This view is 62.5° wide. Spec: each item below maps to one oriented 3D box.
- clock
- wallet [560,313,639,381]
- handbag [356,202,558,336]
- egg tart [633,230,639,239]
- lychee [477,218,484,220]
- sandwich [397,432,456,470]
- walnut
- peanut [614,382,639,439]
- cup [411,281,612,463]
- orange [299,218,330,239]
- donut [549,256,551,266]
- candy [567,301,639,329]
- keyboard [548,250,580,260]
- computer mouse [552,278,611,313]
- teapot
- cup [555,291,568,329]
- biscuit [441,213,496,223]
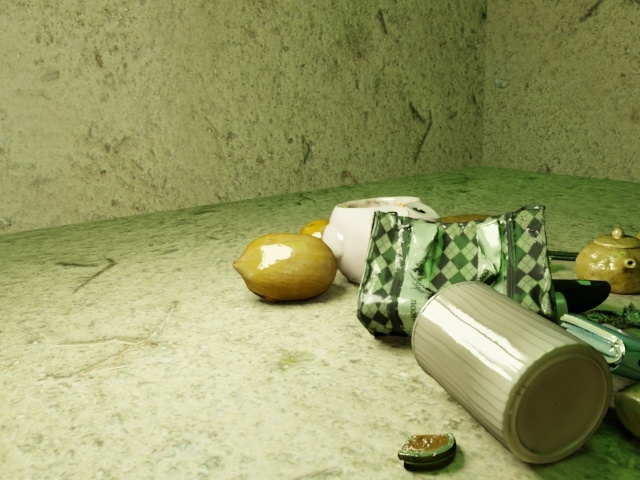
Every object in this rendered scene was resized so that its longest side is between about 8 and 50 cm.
[{"bbox_3d":[0.203,0.007,1.590,0.368,0.251,0.376,-9,10,-20],"label":"clock"},{"bbox_3d":[0.564,0.208,0.935,0.250,0.075,0.176,19,4,-15],"label":"wallet"},{"bbox_3d":[0.313,0.064,1.200,0.415,0.180,0.317,-2,55,24],"label":"handbag"},{"bbox_3d":[1.161,-0.009,1.673,0.351,0.153,0.339,-15,16,-41],"label":"egg tart"},{"bbox_3d":[0.566,-0.011,1.846,0.123,0.123,0.129,-2,50,1],"label":"lychee"},{"bbox_3d":[0.167,0.325,0.822,0.101,0.026,0.069,-5,16,-5],"label":"sandwich"},{"bbox_3d":[-0.099,0.069,1.487,0.297,0.203,0.203,7,13,-13],"label":"walnut"},{"bbox_3d":[0.521,0.286,0.762,0.117,0.101,0.263,19,16,1],"label":"peanut"},{"bbox_3d":[0.328,0.230,0.900,0.208,0.288,0.273,-42,23,-4],"label":"cup"},{"bbox_3d":[0.000,0.000,1.870,0.158,0.136,0.159,-21,17,7],"label":"orange"},{"bbox_3d":[0.655,0.052,1.687,0.108,0.065,0.166,-3,15,2],"label":"donut"},{"bbox_3d":[0.673,0.184,1.217,0.226,0.051,0.094,-4,18,-5],"label":"candy"},{"bbox_3d":[0.780,0.048,1.777,0.250,0.017,0.087,4,15,23],"label":"keyboard"},{"bbox_3d":[0.597,0.139,1.323,0.137,0.087,0.269,6,-4,-20],"label":"computer mouse"},{"bbox_3d":[0.836,0.043,1.494,0.203,0.167,0.311,1,15,15],"label":"teapot"},{"bbox_3d":[0.490,0.159,1.235,0.133,0.099,0.136,-1,27,8],"label":"cup"},{"bbox_3d":[0.612,-0.054,2.106,0.384,0.062,0.365,-7,15,-16],"label":"biscuit"}]
